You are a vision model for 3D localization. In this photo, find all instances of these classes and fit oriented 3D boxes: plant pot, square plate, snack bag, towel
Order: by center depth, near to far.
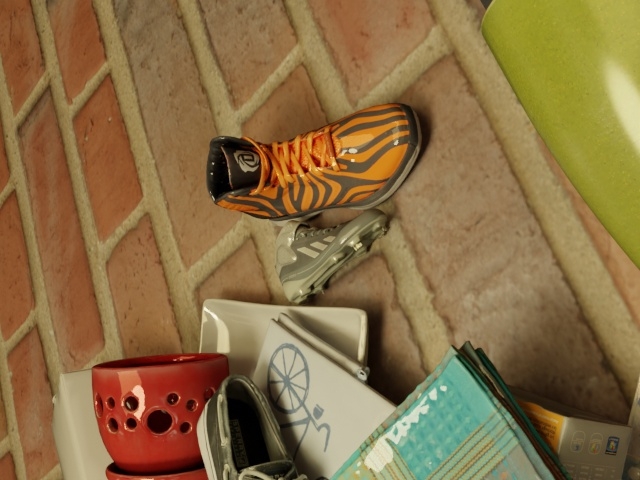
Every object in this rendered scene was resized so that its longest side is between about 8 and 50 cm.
[{"bbox_3d":[0.315,-0.099,0.716,0.274,0.274,0.294,-28,76,41],"label":"plant pot"},{"bbox_3d":[0.090,0.315,0.807,0.370,0.040,0.271,-51,50,22],"label":"towel"},{"bbox_3d":[0.002,0.300,1.067,0.342,0.037,0.323,27,105,45],"label":"snack bag"},{"bbox_3d":[-0.060,0.259,1.199,0.347,0.049,0.344,0,85,47],"label":"square plate"},{"bbox_3d":[-0.220,0.251,1.203,0.191,0.191,0.174,-3,89,46],"label":"plant pot"}]

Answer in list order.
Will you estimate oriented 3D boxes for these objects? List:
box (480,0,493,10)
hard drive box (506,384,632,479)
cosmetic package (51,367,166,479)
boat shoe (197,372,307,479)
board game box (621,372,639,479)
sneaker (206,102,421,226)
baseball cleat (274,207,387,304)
[{"bbox_3d":[0.262,-0.424,0.855,0.312,0.179,0.343,-40,57,35],"label":"box"},{"bbox_3d":[0.188,0.269,0.850,0.181,0.089,0.232,8,85,62],"label":"hard drive box"},{"bbox_3d":[-0.304,0.393,1.327,0.366,0.155,0.197,69,151,27],"label":"cosmetic package"},{"bbox_3d":[-0.066,0.302,1.031,0.105,0.113,0.306,-62,36,42],"label":"boat shoe"},{"bbox_3d":[0.413,0.258,0.699,0.390,0.050,0.390,16,97,47],"label":"board game box"},{"bbox_3d":[-0.030,-0.095,1.118,0.321,0.180,0.125,-27,66,42],"label":"sneaker"},{"bbox_3d":[0.000,0.000,1.146,0.206,0.072,0.109,-43,67,34],"label":"baseball cleat"}]
